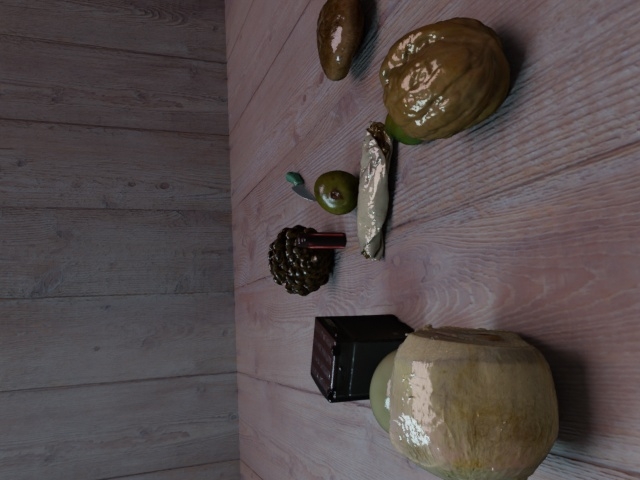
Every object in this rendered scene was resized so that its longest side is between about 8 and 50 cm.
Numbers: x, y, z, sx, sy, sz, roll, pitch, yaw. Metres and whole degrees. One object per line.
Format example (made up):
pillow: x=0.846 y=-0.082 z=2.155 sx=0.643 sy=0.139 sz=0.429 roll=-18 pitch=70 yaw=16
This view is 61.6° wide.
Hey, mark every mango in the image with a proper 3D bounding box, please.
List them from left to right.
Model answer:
mango: x=0.214 y=-0.301 z=1.323 sx=0.191 sy=0.085 sz=0.122 roll=-136 pitch=47 yaw=-60

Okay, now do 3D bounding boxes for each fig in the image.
fig: x=0.065 y=-0.155 z=1.681 sx=0.142 sy=0.186 sz=0.148 roll=-3 pitch=111 yaw=27

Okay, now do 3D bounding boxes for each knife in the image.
knife: x=-0.085 y=-0.210 z=2.109 sx=0.260 sy=0.063 sz=0.035 roll=-124 pitch=35 yaw=-55

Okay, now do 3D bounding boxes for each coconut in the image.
coconut: x=0.258 y=0.285 z=0.927 sx=0.297 sy=0.297 sz=0.255 roll=-174 pitch=87 yaw=-68

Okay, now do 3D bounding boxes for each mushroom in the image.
mushroom: x=0.058 y=-0.633 z=1.643 sx=0.278 sy=0.146 sz=0.278 roll=-176 pitch=90 yaw=-75

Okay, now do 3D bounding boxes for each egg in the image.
egg: x=0.203 y=0.346 z=1.209 sx=0.186 sy=0.185 sz=0.242 roll=-115 pitch=31 yaw=-47

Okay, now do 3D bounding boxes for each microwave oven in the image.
microwave oven: x=0.111 y=0.304 z=1.373 sx=0.178 sy=0.247 sz=0.188 roll=-151 pitch=65 yaw=-69

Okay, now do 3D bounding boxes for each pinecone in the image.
pinecone: x=-0.071 y=0.072 z=1.872 sx=0.257 sy=0.243 sz=0.244 roll=114 pitch=151 yaw=-73

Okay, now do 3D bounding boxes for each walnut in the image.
walnut: x=0.247 y=-0.323 z=1.068 sx=0.225 sy=0.257 sz=0.257 roll=-65 pitch=6 yaw=-33

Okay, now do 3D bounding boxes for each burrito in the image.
burrito: x=0.152 y=-0.131 z=1.499 sx=0.117 sy=0.076 sz=0.392 roll=28 pitch=118 yaw=58

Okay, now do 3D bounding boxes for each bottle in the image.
bottle: x=0.000 y=0.000 z=1.754 sx=0.060 sy=0.164 sz=0.060 roll=-179 pitch=90 yaw=-68
